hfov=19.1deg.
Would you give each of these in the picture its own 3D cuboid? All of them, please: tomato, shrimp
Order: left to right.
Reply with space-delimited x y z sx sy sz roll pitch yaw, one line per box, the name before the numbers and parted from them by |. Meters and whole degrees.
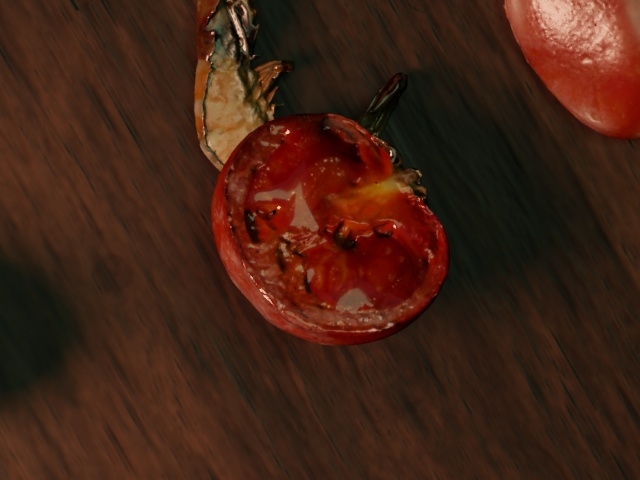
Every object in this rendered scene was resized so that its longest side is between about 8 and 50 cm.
shrimp | -0.013 -0.131 1.273 0.147 0.035 0.195 -1 90 -12
tomato | 0.000 0.000 1.234 0.139 0.091 0.159 -34 84 -23
tomato | 0.208 -0.170 1.315 0.174 0.082 0.166 33 77 -11
